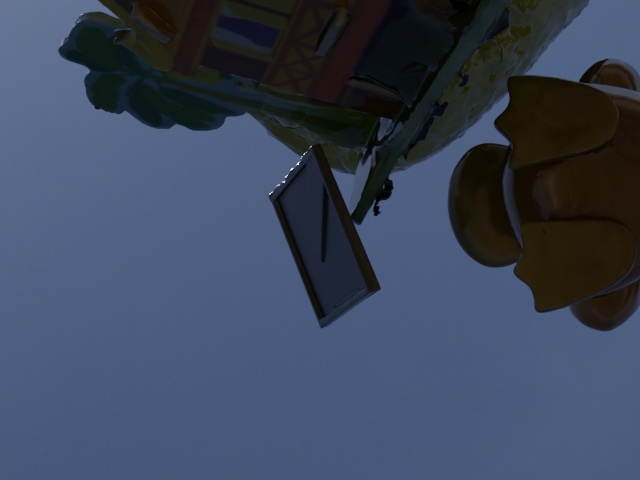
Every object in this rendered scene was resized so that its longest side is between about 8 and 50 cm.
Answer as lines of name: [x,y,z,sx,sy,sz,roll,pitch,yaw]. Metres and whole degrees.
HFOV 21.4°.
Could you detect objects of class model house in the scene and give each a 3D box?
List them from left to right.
model house: [-0.050,-0.205,1.116,0.313,0.357,0.242,17,-116,-7]

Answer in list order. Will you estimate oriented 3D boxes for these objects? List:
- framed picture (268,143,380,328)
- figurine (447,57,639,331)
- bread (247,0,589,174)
framed picture: [0.000,0.000,1.208,0.011,0.149,0.109,-21,-96,-17]
figurine: [0.206,-0.036,1.235,0.215,0.228,0.215,0,-92,-9]
bread: [0.051,-0.243,1.504,0.348,0.348,0.307,37,-112,1]
